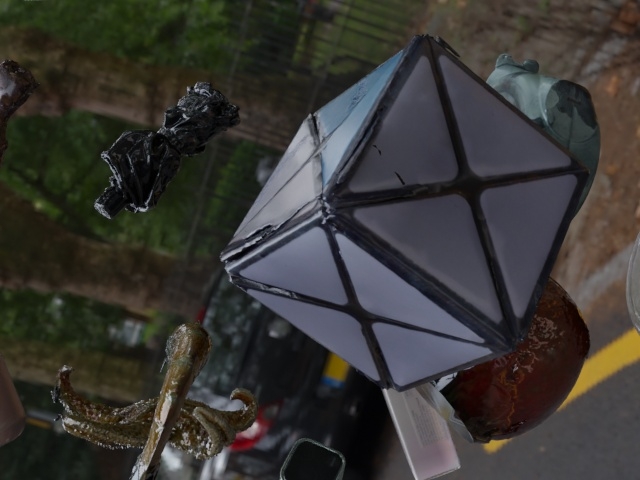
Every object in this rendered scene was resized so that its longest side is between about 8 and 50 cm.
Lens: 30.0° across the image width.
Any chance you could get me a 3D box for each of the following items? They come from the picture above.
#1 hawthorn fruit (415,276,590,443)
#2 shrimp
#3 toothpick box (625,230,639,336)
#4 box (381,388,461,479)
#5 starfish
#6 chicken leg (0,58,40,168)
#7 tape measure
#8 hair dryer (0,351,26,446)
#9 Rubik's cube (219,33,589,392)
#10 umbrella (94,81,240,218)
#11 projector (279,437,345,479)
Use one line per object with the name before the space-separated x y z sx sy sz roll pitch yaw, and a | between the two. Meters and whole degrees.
hawthorn fruit | 0.285 0.183 1.958 0.316 0.316 0.316 -162 90 -86
shrimp | -0.171 0.178 1.324 0.262 0.051 0.198 -148 82 -83
toothpick box | 0.802 0.094 2.119 0.409 0.425 0.409 -163 90 -73
box | 0.181 0.309 2.335 0.203 0.106 0.251 -113 2 -67
starfish | -0.246 0.254 1.726 0.312 0.303 0.113 88 -171 -84
chicken leg | -0.438 -0.093 1.260 0.083 0.322 0.177 -90 -7 -57
tape measure | 0.317 -0.133 1.820 0.256 0.147 0.275 -136 63 -68
hair dryer | -0.463 0.160 1.359 0.107 0.189 0.344 -26 5 -40
Rubik's cube | 0.103 -0.029 1.505 0.307 0.310 0.305 -29 29 57
umbrella | -0.247 -0.140 1.861 0.272 0.110 0.122 -45 -18 -19
projector | -0.014 0.354 1.775 0.082 0.083 0.083 97 -160 -55
